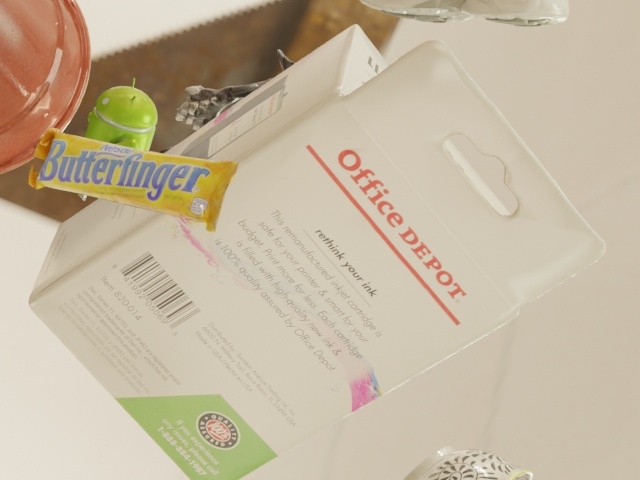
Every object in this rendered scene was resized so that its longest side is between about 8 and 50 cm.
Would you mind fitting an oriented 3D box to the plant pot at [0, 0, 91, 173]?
[{"bbox_3d":[-0.405,-0.232,2.020,0.265,0.272,0.272,64,44,-72],"label":"plant pot"}]

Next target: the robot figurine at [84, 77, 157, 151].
[{"bbox_3d":[-0.206,-0.106,1.969,0.101,0.067,0.115,-109,-144,-60],"label":"robot figurine"}]

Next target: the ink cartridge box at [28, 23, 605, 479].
[{"bbox_3d":[0.000,0.000,1.332,0.353,0.207,0.119,-32,-159,23],"label":"ink cartridge box"}]

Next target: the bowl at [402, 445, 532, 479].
[{"bbox_3d":[0.134,0.270,2.030,0.170,0.080,0.170,-36,163,-13],"label":"bowl"}]

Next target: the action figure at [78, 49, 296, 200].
[{"bbox_3d":[-0.085,-0.069,1.720,0.141,0.275,0.164,159,-87,-73],"label":"action figure"}]

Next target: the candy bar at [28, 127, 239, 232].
[{"bbox_3d":[-0.107,-0.036,1.079,0.161,0.018,0.040,13,-95,41],"label":"candy bar"}]

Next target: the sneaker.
[{"bbox_3d":[0.118,-0.243,1.638,0.232,0.090,0.115,9,-86,39],"label":"sneaker"}]
